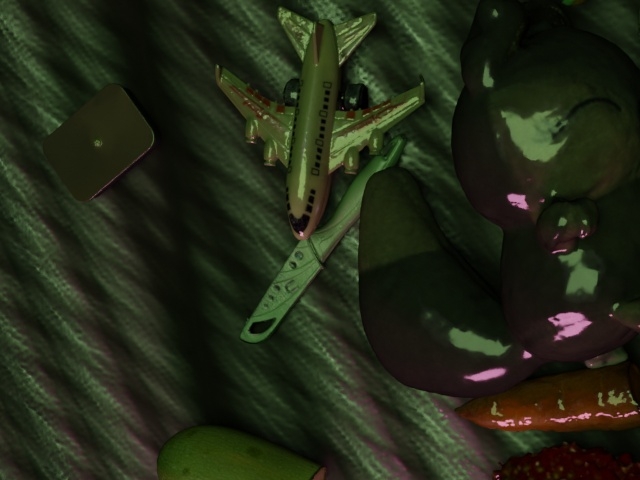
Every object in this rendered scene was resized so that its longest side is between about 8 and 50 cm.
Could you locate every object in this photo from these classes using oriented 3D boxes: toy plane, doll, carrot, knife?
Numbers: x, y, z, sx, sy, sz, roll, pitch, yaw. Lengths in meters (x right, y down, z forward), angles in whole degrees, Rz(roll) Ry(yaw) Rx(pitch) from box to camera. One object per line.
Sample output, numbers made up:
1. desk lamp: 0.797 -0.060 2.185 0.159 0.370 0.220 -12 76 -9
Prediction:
1. toy plane: -0.004 -0.123 1.634 0.229 0.092 0.244 6 96 15
2. doll: 0.173 -0.043 1.506 0.378 0.252 0.382 -20 81 18
3. carrot: 0.233 0.167 1.587 0.205 0.072 0.072 -8 91 21
4. knife: 0.001 0.000 1.677 0.043 0.020 0.293 38 105 10

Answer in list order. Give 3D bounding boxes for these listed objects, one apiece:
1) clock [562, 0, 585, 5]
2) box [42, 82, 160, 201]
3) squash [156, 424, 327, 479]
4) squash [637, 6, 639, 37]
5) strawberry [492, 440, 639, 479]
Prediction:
1. clock: 0.281 -0.341 1.513 0.144 0.103 0.231 20 106 9
2. box: -0.245 -0.110 1.744 0.126 0.031 0.091 -40 81 17
3. squash: -0.094 0.261 1.678 0.186 0.123 0.123 24 100 20
4. squash: 0.364 -0.139 1.522 0.090 0.075 0.200 -7 93 -8
5. strawberry: 0.296 0.335 1.543 0.306 0.138 0.233 17 100 15
